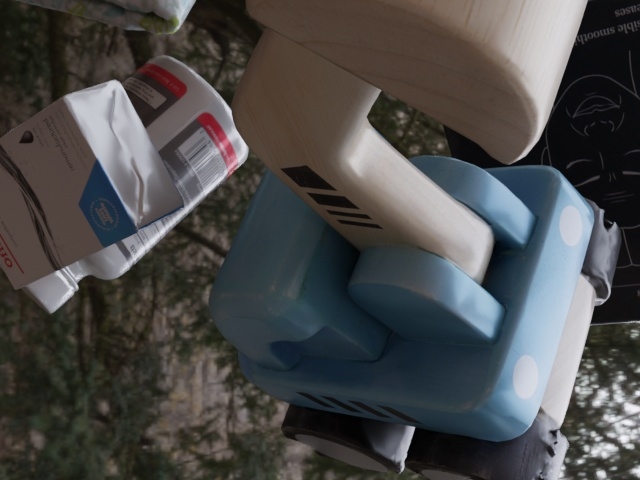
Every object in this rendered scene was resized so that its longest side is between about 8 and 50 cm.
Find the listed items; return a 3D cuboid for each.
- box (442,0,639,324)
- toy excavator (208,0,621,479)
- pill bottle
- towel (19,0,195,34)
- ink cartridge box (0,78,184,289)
[{"bbox_3d":[0.289,-0.137,0.891,0.293,0.212,0.395,-8,-74,33],"label":"box"},{"bbox_3d":[0.036,-0.003,0.584,0.433,0.445,0.222,-2,-120,49],"label":"toy excavator"},{"bbox_3d":[-0.256,-0.065,1.143,0.318,0.176,0.176,-45,-130,-17],"label":"pill bottle"},{"bbox_3d":[-0.301,-0.431,1.212,0.374,0.090,0.320,15,-116,7],"label":"towel"},{"bbox_3d":[-0.200,-0.032,0.688,0.180,0.060,0.104,-23,-80,34],"label":"ink cartridge box"}]
